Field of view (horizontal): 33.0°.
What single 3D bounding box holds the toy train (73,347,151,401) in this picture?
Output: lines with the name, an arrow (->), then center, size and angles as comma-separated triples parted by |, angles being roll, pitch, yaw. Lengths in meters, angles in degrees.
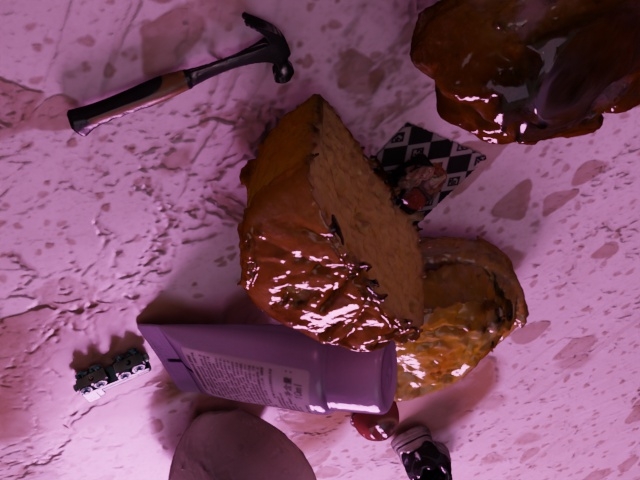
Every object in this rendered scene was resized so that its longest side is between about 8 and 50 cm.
toy train -> -0.233, 0.153, 1.221 | 0.092, 0.029, 0.045 | -23, 150, -1

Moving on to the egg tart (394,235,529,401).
egg tart -> 0.119, 0.116, 1.284 | 0.290, 0.107, 0.291 | -13, 140, -11

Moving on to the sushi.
sushi -> 0.101, -0.057, 1.134 | 0.126, 0.026, 0.120 | 18, 126, -40

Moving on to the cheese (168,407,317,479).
cheese -> -0.093, 0.313, 1.367 | 0.154, 0.189, 0.198 | -38, 155, -36

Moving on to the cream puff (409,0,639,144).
cream puff -> 0.203, -0.180, 0.937 | 0.269, 0.155, 0.241 | -9, 141, -19

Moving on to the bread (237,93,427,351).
bread -> -0.002, 0.000, 1.044 | 0.147, 0.160, 0.260 | -16, 141, 25

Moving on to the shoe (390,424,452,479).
shoe -> 0.161, 0.341, 1.576 | 0.071, 0.099, 0.169 | -29, 142, 4

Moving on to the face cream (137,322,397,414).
face cream -> -0.056, 0.140, 1.201 | 0.273, 0.096, 0.154 | 2, 147, 16

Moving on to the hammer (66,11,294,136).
hammer -> -0.123, -0.139, 0.933 | 0.201, 0.021, 0.078 | -21, 142, -4

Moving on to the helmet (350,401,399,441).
helmet -> 0.078, 0.249, 1.467 | 0.065, 0.049, 0.084 | -9, 140, -18
